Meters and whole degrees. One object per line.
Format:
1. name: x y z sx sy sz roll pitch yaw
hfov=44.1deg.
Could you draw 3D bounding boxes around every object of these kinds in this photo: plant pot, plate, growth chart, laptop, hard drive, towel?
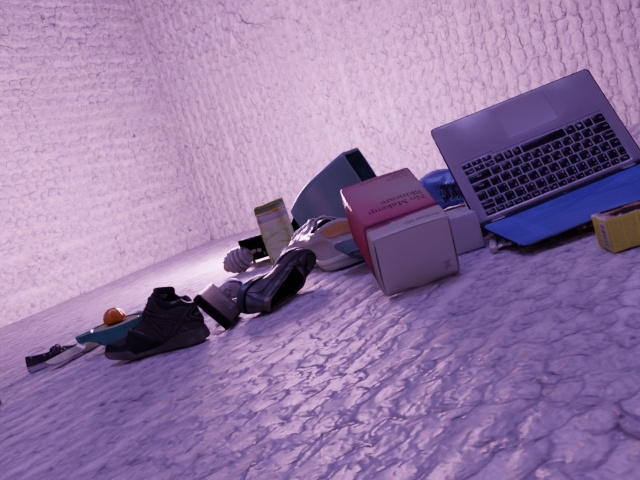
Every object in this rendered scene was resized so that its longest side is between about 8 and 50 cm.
1. plant pot: 0.059 -0.104 2.395 0.252 0.248 0.247 -34 1 17
2. plate: 0.124 0.020 1.794 0.188 0.024 0.188 -1 -12 0
3. growth chart: 0.436 -0.022 1.529 0.237 0.021 0.172 -15 6 25
4. laptop: 0.475 -0.183 1.573 0.382 0.408 0.236 -22 -24 -2
5. hard drive: -0.212 0.136 1.650 0.022 0.094 0.135 -49 2 8
6. towel: -0.133 -0.029 2.416 0.102 0.237 0.021 -24 -37 4
7. laptop: -0.142 -0.053 2.585 0.264 0.136 0.234 -16 -18 -2

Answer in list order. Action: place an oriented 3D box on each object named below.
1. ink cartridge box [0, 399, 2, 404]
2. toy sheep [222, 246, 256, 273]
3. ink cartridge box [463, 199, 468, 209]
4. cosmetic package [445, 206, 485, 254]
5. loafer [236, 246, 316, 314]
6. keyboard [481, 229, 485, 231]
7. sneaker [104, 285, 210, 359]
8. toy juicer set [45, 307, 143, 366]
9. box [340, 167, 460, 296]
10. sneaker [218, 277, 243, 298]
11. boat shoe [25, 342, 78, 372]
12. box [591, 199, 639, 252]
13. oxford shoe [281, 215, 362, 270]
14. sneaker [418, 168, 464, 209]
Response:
1. ink cartridge box: -0.723 0.306 1.490 0.062 0.109 0.209 -14 7 36
2. toy sheep: -0.253 0.060 2.482 0.132 0.091 0.091 -35 0 20
3. ink cartridge box: 0.493 -0.149 2.040 0.207 0.119 0.353 -14 7 30
4. cosmetic package: 0.213 0.003 1.651 0.231 0.085 0.117 -19 8 -1
5. loafer: -0.074 0.095 1.727 0.084 0.096 0.267 10 27 31
6. keyboard: 0.265 -0.022 1.874 0.317 0.033 0.201 -9 5 32
7. sneaker: -0.343 0.165 1.588 0.227 0.130 0.087 -18 4 19
8. toy juicer set: -0.470 0.195 1.863 0.329 0.089 0.209 -18 6 4
9. box: 0.145 -0.022 1.486 0.148 0.127 0.232 -19 30 -5
10. sneaker: -0.249 0.138 1.973 0.135 0.052 0.058 -23 13 25
11. boat shoe: -0.631 0.270 1.876 0.142 0.040 0.049 -22 7 -36
12. box: 0.551 -0.045 1.227 0.232 0.058 0.087 -17 6 4
13. oxford shoe: 0.000 0.000 2.098 0.169 0.130 0.449 -21 5 -17
14. sneaker: 0.432 -0.171 2.385 0.330 0.130 0.147 -18 4 -4
